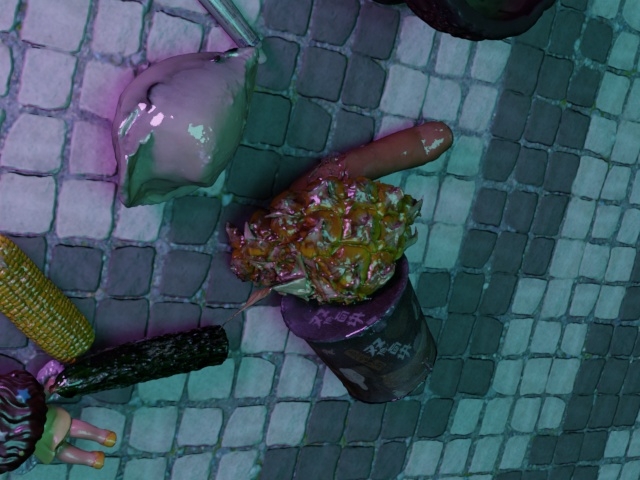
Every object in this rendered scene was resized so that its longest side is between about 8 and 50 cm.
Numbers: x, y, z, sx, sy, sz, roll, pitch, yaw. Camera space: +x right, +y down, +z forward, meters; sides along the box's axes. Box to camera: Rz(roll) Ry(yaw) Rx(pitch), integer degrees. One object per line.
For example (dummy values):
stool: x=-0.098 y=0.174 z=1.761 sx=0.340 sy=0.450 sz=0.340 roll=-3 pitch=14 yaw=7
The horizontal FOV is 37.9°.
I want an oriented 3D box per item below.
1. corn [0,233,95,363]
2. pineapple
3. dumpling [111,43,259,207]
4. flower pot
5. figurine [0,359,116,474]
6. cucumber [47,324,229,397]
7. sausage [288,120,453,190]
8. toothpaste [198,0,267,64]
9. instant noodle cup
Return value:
corn: x=-0.387 y=0.078 z=1.237 sx=0.080 sy=0.080 sz=0.238 roll=-43 pitch=127 yaw=-15
pineapple: x=0.002 y=0.004 z=1.359 sx=0.334 sy=0.158 sz=0.161 roll=-9 pitch=146 yaw=-2
dumpling: x=-0.171 y=-0.139 z=1.273 sx=0.243 sy=0.175 sz=0.227 roll=-16 pitch=144 yaw=-15
flower pot: x=0.180 y=-0.425 z=1.332 sx=0.266 sy=0.267 sz=0.267 roll=-10 pitch=110 yaw=-30
figurine: x=-0.400 y=0.250 z=1.261 sx=0.240 sy=0.116 sz=0.175 roll=24 pitch=92 yaw=-37
cucumber: x=-0.258 y=0.173 z=1.334 sx=0.293 sy=0.067 sz=0.068 roll=-8 pitch=110 yaw=-44
sausage: x=0.081 y=-0.121 z=1.486 sx=0.304 sy=0.078 sz=0.078 roll=-25 pitch=118 yaw=-23
toothpaste: x=-0.136 y=-0.323 z=1.303 sx=0.048 sy=0.029 sz=0.197 roll=-49 pitch=123 yaw=-14
instant noodle cup: x=0.073 y=0.134 z=1.489 sx=0.217 sy=0.217 sz=0.207 roll=-43 pitch=131 yaw=-15
